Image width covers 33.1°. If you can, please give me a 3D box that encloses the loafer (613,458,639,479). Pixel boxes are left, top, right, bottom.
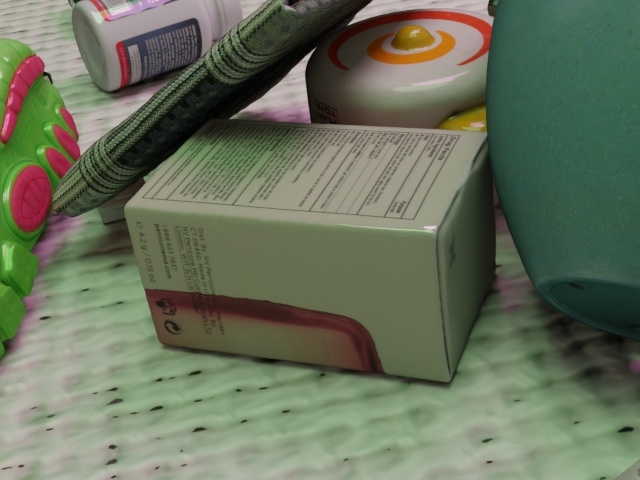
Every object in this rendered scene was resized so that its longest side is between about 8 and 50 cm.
[{"bbox_3d":[0.270,0.087,0.600,0.319,0.112,0.111,-33,47,-32],"label":"loafer"}]

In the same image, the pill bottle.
[{"bbox_3d":[-0.187,-0.251,1.258,0.180,0.108,0.108,-23,35,-23],"label":"pill bottle"}]

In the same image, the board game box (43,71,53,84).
[{"bbox_3d":[-0.449,-0.196,1.311,0.136,0.030,0.259,-33,39,-30],"label":"board game box"}]

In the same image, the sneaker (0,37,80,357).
[{"bbox_3d":[-0.345,0.002,0.869,0.202,0.185,0.483,-19,25,18],"label":"sneaker"}]

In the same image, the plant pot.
[{"bbox_3d":[0.232,-0.041,0.703,0.290,0.290,0.196,11,74,29],"label":"plant pot"}]

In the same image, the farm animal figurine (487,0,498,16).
[{"bbox_3d":[0.264,-0.211,0.823,0.326,0.330,0.172,14,77,0],"label":"farm animal figurine"}]

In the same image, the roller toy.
[{"bbox_3d":[0.085,-0.116,0.936,0.191,0.146,0.209,0,33,15],"label":"roller toy"}]

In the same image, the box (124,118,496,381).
[{"bbox_3d":[0.000,0.000,0.790,0.232,0.127,0.149,6,34,22],"label":"box"}]

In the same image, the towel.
[{"bbox_3d":[-0.059,-0.165,0.944,0.312,0.056,0.324,-34,6,37],"label":"towel"}]

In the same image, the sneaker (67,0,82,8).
[{"bbox_3d":[-0.225,-0.339,1.423,0.234,0.094,0.153,-10,33,-2],"label":"sneaker"}]

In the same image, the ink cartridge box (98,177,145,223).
[{"bbox_3d":[-0.185,-0.043,0.998,0.048,0.028,0.083,-15,32,-10],"label":"ink cartridge box"}]
